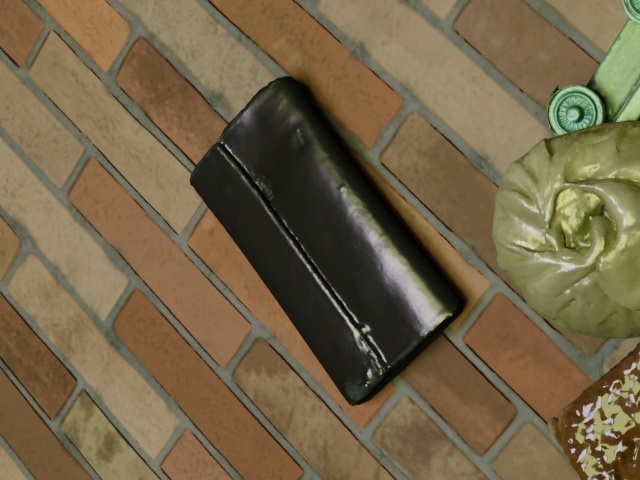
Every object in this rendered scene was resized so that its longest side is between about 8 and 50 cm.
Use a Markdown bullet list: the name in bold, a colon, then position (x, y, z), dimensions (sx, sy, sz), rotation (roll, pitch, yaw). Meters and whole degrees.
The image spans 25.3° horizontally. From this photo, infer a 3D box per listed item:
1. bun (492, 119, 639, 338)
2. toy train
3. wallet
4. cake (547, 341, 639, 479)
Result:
- **bun**: position (0.306, -0.006, 1.531), dimensions (0.259, 0.160, 0.259), rotation (7, 106, 26)
- **toy train**: position (0.389, -0.176, 1.598), dimensions (0.194, 0.120, 0.298), rotation (38, 114, 19)
- **wallet**: position (0.000, 0.000, 1.900), dimensions (0.228, 0.062, 0.406), rotation (-46, 70, 28)
- **cake**: position (0.439, 0.197, 1.499), dimensions (0.282, 0.290, 0.255), rotation (-46, 71, 24)
